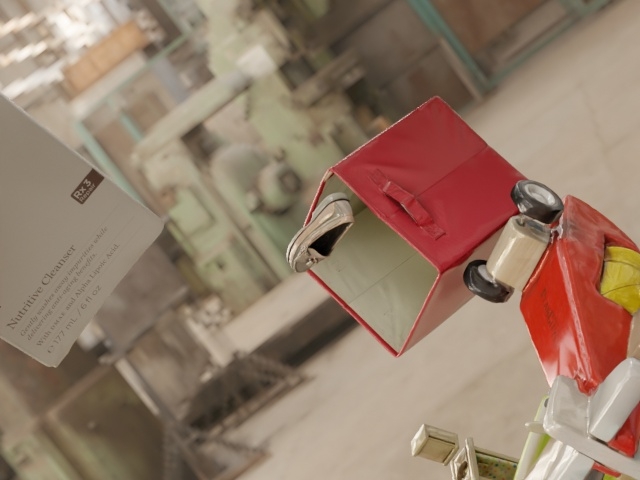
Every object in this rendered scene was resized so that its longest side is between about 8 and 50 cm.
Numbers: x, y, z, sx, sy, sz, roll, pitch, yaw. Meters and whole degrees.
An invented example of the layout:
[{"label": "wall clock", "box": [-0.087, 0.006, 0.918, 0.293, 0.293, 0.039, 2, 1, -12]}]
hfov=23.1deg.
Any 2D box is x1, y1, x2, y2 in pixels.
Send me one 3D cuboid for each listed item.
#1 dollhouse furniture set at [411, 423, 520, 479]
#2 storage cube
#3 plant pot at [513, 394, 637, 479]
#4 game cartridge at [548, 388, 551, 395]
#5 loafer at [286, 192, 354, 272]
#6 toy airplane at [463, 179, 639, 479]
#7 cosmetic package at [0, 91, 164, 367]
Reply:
[{"label": "dollhouse furniture set", "box": [0.198, 0.375, 2.252, 0.101, 0.181, 0.161, -94, 27, -52]}, {"label": "storage cube", "box": [0.112, -0.017, 1.846, 0.193, 0.183, 0.215, -36, -19, -32]}, {"label": "plant pot", "box": [0.364, 0.315, 1.938, 0.228, 0.207, 0.227, -3, 48, 38]}, {"label": "game cartridge", "box": [0.341, 0.208, 2.218, 0.083, 0.017, 0.056, 50, -125, -65]}, {"label": "loafer", "box": [0.000, 0.000, 1.740, 0.045, 0.039, 0.125, -3, -38, -34]}, {"label": "toy airplane", "box": [0.323, 0.122, 1.623, 0.386, 0.272, 0.384, 162, 121, -68]}, {"label": "cosmetic package", "box": [-0.374, -0.054, 1.651, 0.217, 0.385, 0.156, -53, 47, -1]}]
